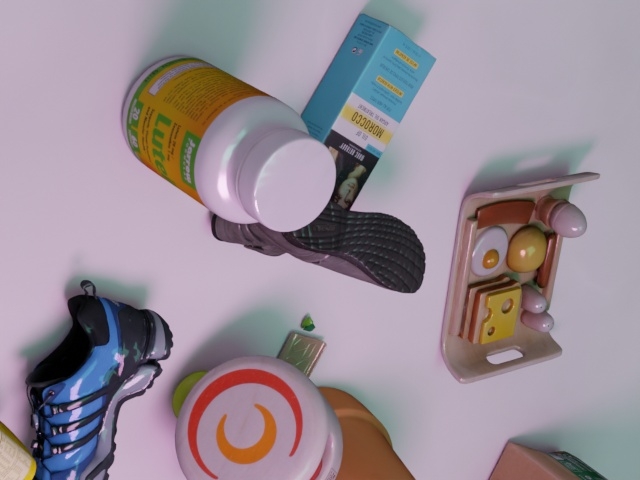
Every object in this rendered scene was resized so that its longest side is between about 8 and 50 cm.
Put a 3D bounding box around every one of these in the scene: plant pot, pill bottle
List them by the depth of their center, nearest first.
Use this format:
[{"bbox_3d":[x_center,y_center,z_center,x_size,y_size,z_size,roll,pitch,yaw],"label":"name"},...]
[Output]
[{"bbox_3d":[-0.096,-0.100,1.344,0.136,0.246,0.136,-18,123,-31],"label":"pill bottle"},{"bbox_3d":[0.018,0.373,1.715,0.291,0.203,0.291,-19,124,-32],"label":"plant pot"}]

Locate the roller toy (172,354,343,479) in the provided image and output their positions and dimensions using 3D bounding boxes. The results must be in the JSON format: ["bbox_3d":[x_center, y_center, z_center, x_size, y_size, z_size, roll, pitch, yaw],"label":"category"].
[{"bbox_3d":[-0.072,0.252,1.572,0.191,0.209,0.146,-17,155,6],"label":"roller toy"}]

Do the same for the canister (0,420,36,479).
[{"bbox_3d":[-0.389,0.198,1.347,0.073,0.126,0.170,-45,135,-11],"label":"canister"}]

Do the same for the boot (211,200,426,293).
[{"bbox_3d":[0.000,0.000,1.541,0.246,0.161,0.083,23,74,-38],"label":"boot"}]

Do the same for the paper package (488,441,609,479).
[{"bbox_3d":[0.393,0.530,2.016,0.168,0.325,0.309,18,101,-43],"label":"paper package"}]

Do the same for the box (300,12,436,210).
[{"bbox_3d":[0.036,-0.146,1.555,0.100,0.060,0.244,27,94,-44],"label":"box"}]

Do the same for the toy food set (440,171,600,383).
[{"bbox_3d":[0.299,0.052,1.850,0.220,0.092,0.306,-11,119,-35],"label":"toy food set"}]

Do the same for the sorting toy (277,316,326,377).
[{"bbox_3d":[-0.022,0.141,1.692,0.062,0.012,0.083,21,102,-39],"label":"sorting toy"}]

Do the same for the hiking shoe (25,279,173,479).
[{"bbox_3d":[-0.295,0.199,1.451,0.132,0.113,0.304,29,84,-35],"label":"hiking shoe"}]
